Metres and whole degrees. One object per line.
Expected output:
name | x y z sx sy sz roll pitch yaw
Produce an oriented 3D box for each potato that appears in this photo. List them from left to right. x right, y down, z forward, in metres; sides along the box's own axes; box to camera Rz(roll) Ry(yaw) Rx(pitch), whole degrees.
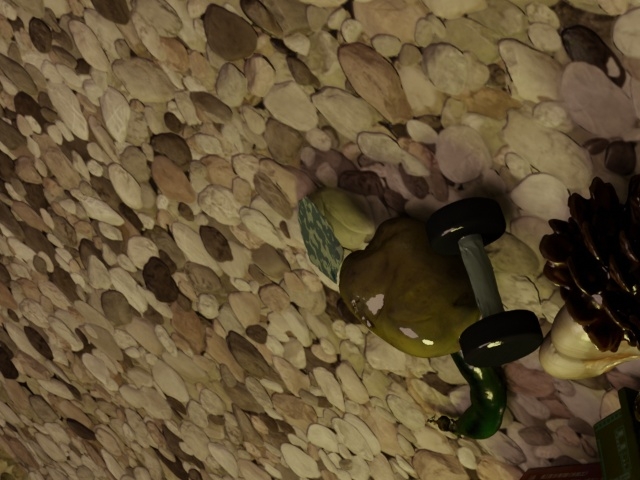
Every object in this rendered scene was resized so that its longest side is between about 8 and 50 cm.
potato | 0.121 0.062 1.755 0.200 0.154 0.137 41 -170 29

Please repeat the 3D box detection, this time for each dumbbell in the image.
dumbbell | 0.198 0.050 1.640 0.100 0.100 0.191 128 133 -56

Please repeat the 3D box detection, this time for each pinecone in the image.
pinecone | 0.347 0.017 1.452 0.208 0.208 0.207 28 142 24

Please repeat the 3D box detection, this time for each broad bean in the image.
broad bean | 0.198 0.191 1.907 0.144 0.049 0.292 20 139 34

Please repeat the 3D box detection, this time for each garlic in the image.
garlic | 0.324 0.115 1.607 0.174 0.124 0.099 112 142 -55

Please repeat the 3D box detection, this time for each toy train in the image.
toy train | 0.405 0.280 1.646 0.090 0.225 0.137 21 137 -27

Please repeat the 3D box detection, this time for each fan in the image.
fan | 0.000 0.000 1.877 0.131 0.009 0.240 66 169 -1

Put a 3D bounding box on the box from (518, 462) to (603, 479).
box | 0.473 0.469 1.843 0.344 0.122 0.385 54 145 -12
